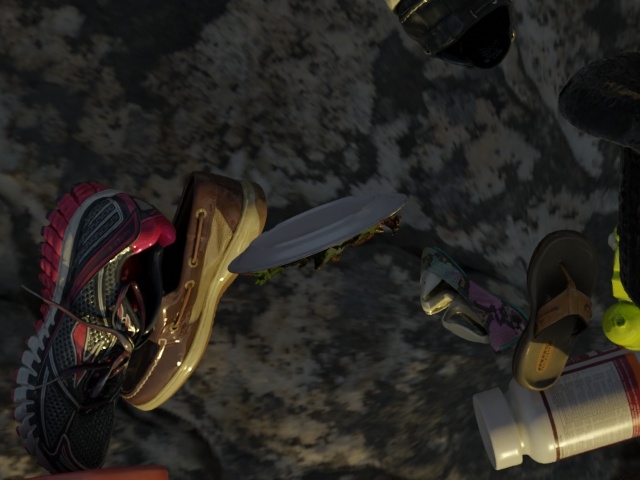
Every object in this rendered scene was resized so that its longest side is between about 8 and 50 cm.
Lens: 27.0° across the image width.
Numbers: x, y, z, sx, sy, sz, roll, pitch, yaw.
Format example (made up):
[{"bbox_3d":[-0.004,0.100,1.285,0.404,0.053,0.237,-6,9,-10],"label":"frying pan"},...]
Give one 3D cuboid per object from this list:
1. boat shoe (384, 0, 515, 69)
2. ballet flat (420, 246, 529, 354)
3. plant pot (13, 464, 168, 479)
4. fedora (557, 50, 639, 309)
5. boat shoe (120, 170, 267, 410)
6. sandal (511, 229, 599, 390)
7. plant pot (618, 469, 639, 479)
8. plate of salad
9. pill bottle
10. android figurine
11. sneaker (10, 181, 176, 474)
[{"bbox_3d":[0.186,-0.266,1.658,0.127,0.340,0.113,-37,78,14],"label":"boat shoe"},{"bbox_3d":[0.184,0.081,1.775,0.079,0.077,0.221,-37,44,-13],"label":"ballet flat"},{"bbox_3d":[-0.267,0.355,1.281,0.275,0.275,0.243,-11,78,9],"label":"plant pot"},{"bbox_3d":[0.295,-0.008,0.770,0.334,0.334,0.152,12,110,11],"label":"fedora"},{"bbox_3d":[-0.194,0.061,1.688,0.342,0.123,0.123,-59,35,21],"label":"boat shoe"},{"bbox_3d":[0.282,0.091,1.585,0.090,0.060,0.219,6,114,-18],"label":"sandal"},{"bbox_3d":[0.435,0.310,1.445,0.215,0.215,0.230,49,127,10],"label":"plant pot"},{"bbox_3d":[0.000,0.000,1.370,0.200,0.200,0.048,-20,100,8],"label":"plate of salad"},{"bbox_3d":[0.314,0.214,1.702,0.221,0.121,0.121,-16,83,-2],"label":"pill bottle"},{"bbox_3d":[0.320,-0.017,1.282,0.056,0.273,0.248,9,87,22],"label":"android figurine"},{"bbox_3d":[-0.219,0.099,1.295,0.112,0.121,0.299,18,108,26],"label":"sneaker"}]
